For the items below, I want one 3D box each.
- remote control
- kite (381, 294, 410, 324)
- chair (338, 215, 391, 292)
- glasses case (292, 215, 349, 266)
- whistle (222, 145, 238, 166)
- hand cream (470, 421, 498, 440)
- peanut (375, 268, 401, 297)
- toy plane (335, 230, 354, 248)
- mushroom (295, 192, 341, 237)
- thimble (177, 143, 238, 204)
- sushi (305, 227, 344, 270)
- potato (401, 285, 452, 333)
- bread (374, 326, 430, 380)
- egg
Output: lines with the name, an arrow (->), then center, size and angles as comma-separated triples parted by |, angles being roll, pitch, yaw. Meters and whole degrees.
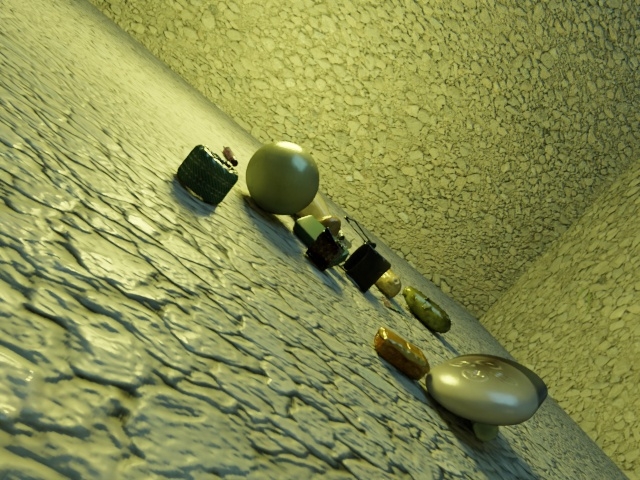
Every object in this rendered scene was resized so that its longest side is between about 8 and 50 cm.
remote control -> 0.370, 0.323, 0.931 | 0.221, 0.103, 0.332 | 12, 3, 38
kite -> 0.248, 0.230, 1.387 | 0.139, 0.011, 0.156 | 25, 16, -48
chair -> 0.124, 0.050, 1.342 | 0.221, 0.140, 0.145 | 46, 12, 21
glasses case -> 0.000, 0.000, 1.274 | 0.078, 0.039, 0.184 | -22, 57, -42
whistle -> -0.332, -0.311, 1.529 | 0.033, 0.033, 0.176 | 34, 12, -35
hand cream -> 0.372, 0.393, 0.996 | 0.080, 0.048, 0.255 | 10, 5, 11
peanut -> 0.225, 0.127, 1.548 | 0.100, 0.099, 0.214 | 33, 18, -39
toy plane -> 0.075, -0.010, 1.653 | 0.171, 0.065, 0.162 | 26, 28, -40
mushroom -> -0.046, -0.122, 1.498 | 0.128, 0.128, 0.350 | 30, 16, -46
thimble -> -0.250, -0.149, 0.937 | 0.118, 0.090, 0.135 | 38, 7, -29
sushi -> 0.018, 0.026, 1.147 | 0.084, 0.098, 0.094 | 45, 6, 13
potato -> 0.400, 0.262, 1.581 | 0.225, 0.090, 0.117 | 44, 10, 12
bread -> 0.175, 0.244, 0.903 | 0.132, 0.053, 0.074 | 38, 10, -6
egg -> -0.112, -0.184, 1.239 | 0.219, 0.219, 0.269 | 38, 7, -15
